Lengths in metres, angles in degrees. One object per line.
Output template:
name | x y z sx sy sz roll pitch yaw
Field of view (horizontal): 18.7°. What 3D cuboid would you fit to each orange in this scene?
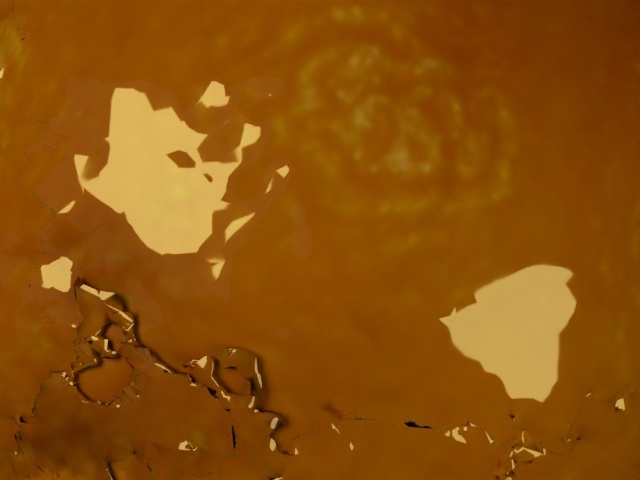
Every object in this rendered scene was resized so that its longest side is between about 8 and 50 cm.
orange | 0.000 0.000 0.519 0.246 0.246 0.246 -15 64 32
